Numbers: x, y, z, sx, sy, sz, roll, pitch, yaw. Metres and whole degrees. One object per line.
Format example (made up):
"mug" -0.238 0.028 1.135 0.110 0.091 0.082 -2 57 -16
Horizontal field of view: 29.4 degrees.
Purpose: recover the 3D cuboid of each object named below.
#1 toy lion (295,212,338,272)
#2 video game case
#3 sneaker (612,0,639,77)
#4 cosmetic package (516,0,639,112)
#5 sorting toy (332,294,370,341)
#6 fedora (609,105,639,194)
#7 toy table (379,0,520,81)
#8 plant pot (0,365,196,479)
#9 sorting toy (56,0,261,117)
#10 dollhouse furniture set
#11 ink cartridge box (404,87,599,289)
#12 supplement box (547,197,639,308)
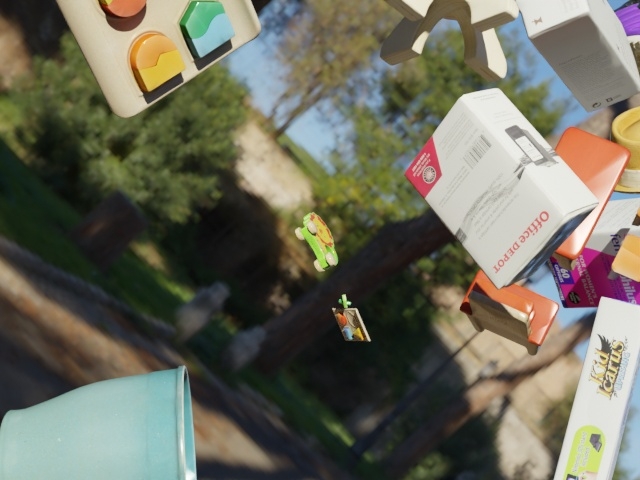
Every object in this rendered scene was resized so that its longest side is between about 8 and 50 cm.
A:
"toy lion" 0.000 0.000 2.071 0.100 0.034 0.096 60 20 3
"video game case" 0.340 0.201 1.468 0.061 0.244 0.269 15 -4 16
"sneaker" 0.499 -0.314 1.832 0.102 0.146 0.293 43 -12 -25
"cosmetic package" 0.325 -0.266 1.541 0.231 0.085 0.117 33 41 -56
"sorting toy" 0.040 0.118 1.855 0.062 0.012 0.083 -1 -62 52
"fedora" 0.459 -0.136 1.710 0.194 0.194 0.079 40 -31 58
"toy table" 0.200 -0.359 1.797 0.274 0.161 0.252 23 -24 -25
"plant pot" -0.306 0.320 1.692 0.271 0.255 0.272 176 -90 -87
"sorting toy" -0.180 -0.265 1.387 0.038 0.208 0.193 30 -31 53
"dollhouse furniture set" 0.262 -0.010 1.381 0.262 0.259 0.135 24 -15 20
"ink cartridge box" 0.165 -0.047 1.123 0.063 0.109 0.150 -17 62 -45
"supplement box" 0.409 0.014 1.566 0.220 0.114 0.111 -7 -71 50
